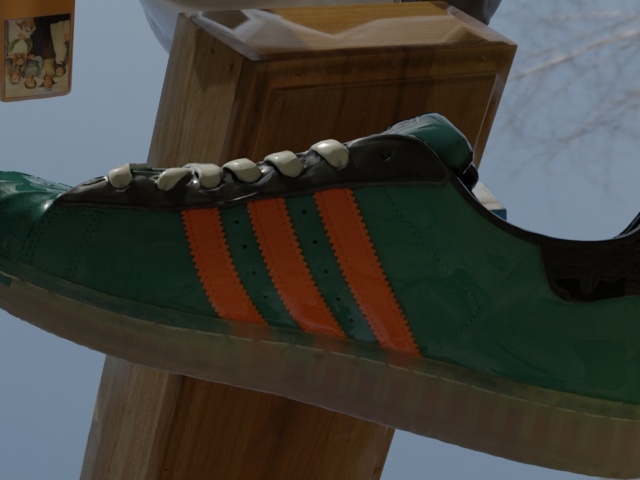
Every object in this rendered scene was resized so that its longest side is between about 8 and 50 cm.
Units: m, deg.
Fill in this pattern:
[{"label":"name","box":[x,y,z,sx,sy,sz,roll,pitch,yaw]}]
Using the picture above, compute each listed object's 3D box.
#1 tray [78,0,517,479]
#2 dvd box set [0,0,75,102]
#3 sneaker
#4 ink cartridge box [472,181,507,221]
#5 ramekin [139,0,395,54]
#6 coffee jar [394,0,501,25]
[{"label":"tray","box":[-0.027,0.063,0.983,0.202,0.076,0.411,-10,-56,-42]},{"label":"dvd box set","box":[-0.228,-0.349,1.139,0.062,0.420,0.308,-9,-126,-17]},{"label":"sneaker","box":[0.000,0.000,0.651,0.302,0.108,0.121,14,-85,4]},{"label":"ink cartridge box","box":[0.089,0.073,1.426,0.134,0.078,0.231,-5,-69,-9]},{"label":"ramekin","box":[-0.047,-0.274,1.385,0.135,0.277,0.277,48,-135,-67]},{"label":"coffee jar","box":[0.060,-0.228,1.147,0.079,0.096,0.184,-21,-124,-22]}]
